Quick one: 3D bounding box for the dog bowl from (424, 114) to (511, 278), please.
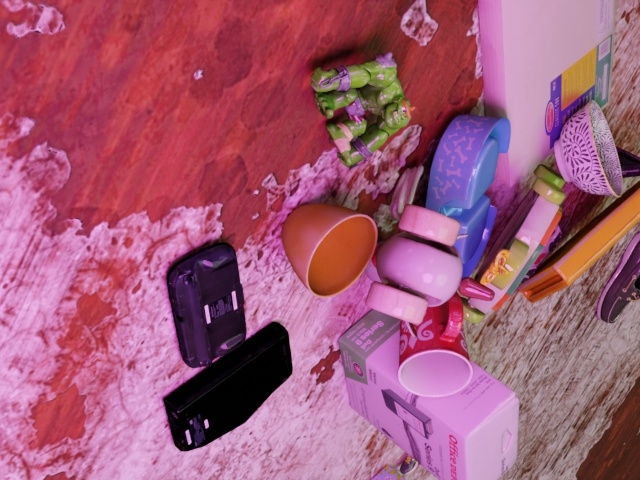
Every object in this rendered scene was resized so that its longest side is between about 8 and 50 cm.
[{"bbox_3d":[0.225,-0.068,1.758,0.166,0.074,0.297,-45,148,-45],"label":"dog bowl"}]

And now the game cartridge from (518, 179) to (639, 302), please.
[{"bbox_3d":[0.527,-0.017,2.060,0.323,0.053,0.285,-39,174,-8],"label":"game cartridge"}]

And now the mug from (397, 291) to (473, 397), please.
[{"bbox_3d":[0.187,0.135,1.714,0.113,0.169,0.150,35,124,-28],"label":"mug"}]

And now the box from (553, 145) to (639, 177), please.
[{"bbox_3d":[0.518,-0.149,2.023,0.162,0.116,0.029,-9,123,-46],"label":"box"}]

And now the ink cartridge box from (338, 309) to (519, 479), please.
[{"bbox_3d":[0.178,0.264,1.825,0.121,0.289,0.211,-37,141,-23],"label":"ink cartridge box"}]

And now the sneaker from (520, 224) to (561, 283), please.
[{"bbox_3d":[0.374,0.021,2.050,0.068,0.071,0.170,30,111,-38],"label":"sneaker"}]

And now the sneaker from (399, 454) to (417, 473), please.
[{"bbox_3d":[0.182,0.425,2.196,0.083,0.031,0.035,-51,132,-11],"label":"sneaker"}]

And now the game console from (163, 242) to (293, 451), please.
[{"bbox_3d":[-0.137,0.143,1.576,0.213,0.044,0.361,-34,141,-29],"label":"game console"}]

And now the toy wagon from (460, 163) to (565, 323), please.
[{"bbox_3d":[0.318,0.018,1.842,0.267,0.068,0.344,-59,178,18],"label":"toy wagon"}]

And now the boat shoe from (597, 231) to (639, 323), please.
[{"bbox_3d":[0.694,0.094,2.472,0.081,0.068,0.228,-2,120,-48],"label":"boat shoe"}]

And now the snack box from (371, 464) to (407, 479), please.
[{"bbox_3d":[0.096,0.567,2.176,0.207,0.070,0.174,-39,142,-19],"label":"snack box"}]

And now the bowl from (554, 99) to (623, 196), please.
[{"bbox_3d":[0.443,-0.144,1.860,0.170,0.080,0.170,40,42,-50],"label":"bowl"}]

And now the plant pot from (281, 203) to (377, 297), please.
[{"bbox_3d":[0.000,0.000,1.566,0.134,0.095,0.134,-30,139,-30],"label":"plant pot"}]

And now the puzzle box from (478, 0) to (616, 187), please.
[{"bbox_3d":[0.368,-0.307,1.774,0.272,0.052,0.409,-38,142,-22],"label":"puzzle box"}]

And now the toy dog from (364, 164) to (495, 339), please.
[{"bbox_3d":[0.156,0.042,1.593,0.334,0.161,0.220,-75,-170,-71],"label":"toy dog"}]

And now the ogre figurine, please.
[{"bbox_3d":[0.059,-0.182,1.491,0.118,0.097,0.197,-30,126,-3],"label":"ogre figurine"}]
